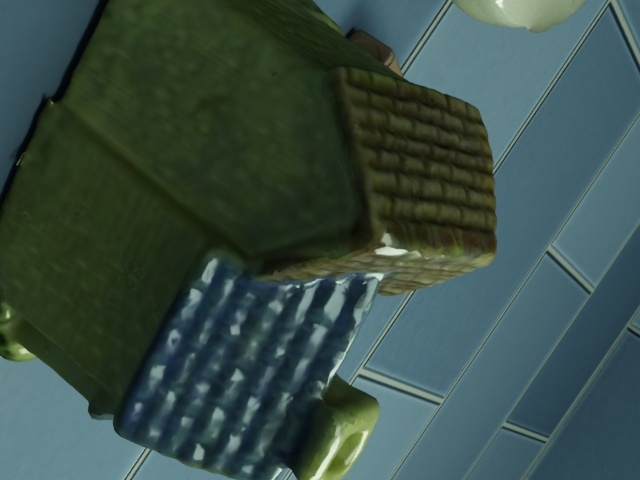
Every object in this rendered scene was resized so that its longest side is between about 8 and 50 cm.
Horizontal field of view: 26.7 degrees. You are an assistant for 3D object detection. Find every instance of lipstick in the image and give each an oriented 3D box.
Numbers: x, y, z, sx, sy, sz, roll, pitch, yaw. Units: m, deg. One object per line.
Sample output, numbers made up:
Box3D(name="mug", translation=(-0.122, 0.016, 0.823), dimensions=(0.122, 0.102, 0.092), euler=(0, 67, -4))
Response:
Box3D(name="lipstick", translation=(0.048, -0.119, 1.140), dimensions=(0.045, 0.045, 0.145), euler=(-52, 156, -10))

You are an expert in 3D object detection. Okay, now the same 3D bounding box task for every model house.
Box3D(name="model house", translation=(-0.032, 0.000, 0.893), dimensions=(0.261, 0.266, 0.321), euler=(5, 117, -57))

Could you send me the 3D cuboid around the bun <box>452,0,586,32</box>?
Box3D(name="bun", translation=(0.155, -0.259, 1.069), dimensions=(0.172, 0.120, 0.173), euler=(-32, 144, -27))
